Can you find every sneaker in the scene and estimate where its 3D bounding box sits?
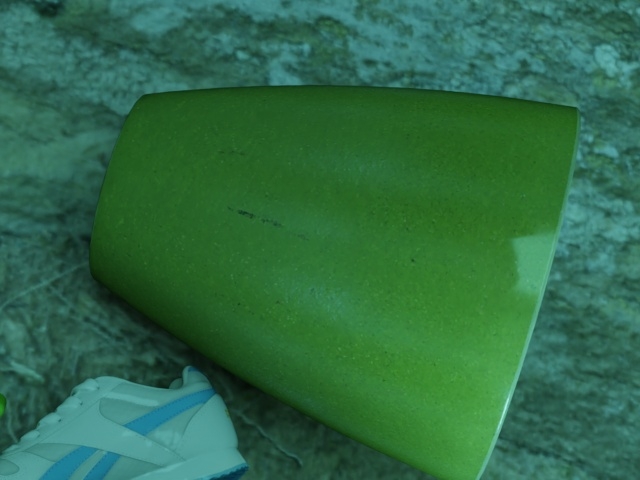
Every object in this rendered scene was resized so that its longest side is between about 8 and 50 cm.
[{"bbox_3d":[-0.166,0.148,1.082,0.229,0.087,0.092,-10,67,-31],"label":"sneaker"}]

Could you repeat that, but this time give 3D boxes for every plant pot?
[{"bbox_3d":[0.000,0.000,1.115,0.293,0.275,0.275,16,65,2],"label":"plant pot"}]

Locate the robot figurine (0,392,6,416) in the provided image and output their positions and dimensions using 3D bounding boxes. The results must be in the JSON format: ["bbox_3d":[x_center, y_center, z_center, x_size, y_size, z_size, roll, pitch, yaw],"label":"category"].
[{"bbox_3d":[-0.267,0.097,1.065,0.115,0.067,0.101,30,93,-9],"label":"robot figurine"}]
